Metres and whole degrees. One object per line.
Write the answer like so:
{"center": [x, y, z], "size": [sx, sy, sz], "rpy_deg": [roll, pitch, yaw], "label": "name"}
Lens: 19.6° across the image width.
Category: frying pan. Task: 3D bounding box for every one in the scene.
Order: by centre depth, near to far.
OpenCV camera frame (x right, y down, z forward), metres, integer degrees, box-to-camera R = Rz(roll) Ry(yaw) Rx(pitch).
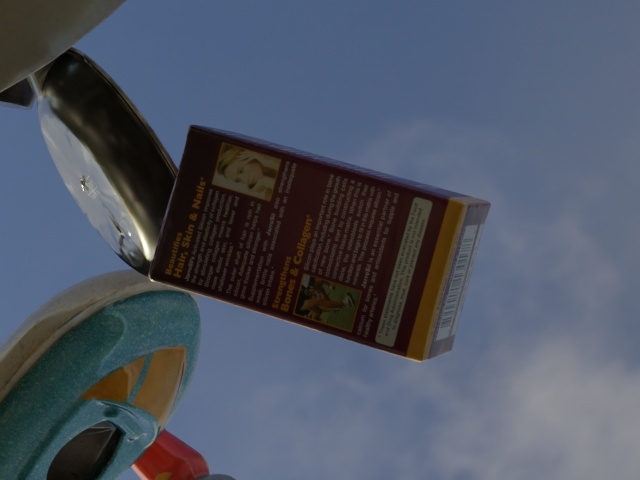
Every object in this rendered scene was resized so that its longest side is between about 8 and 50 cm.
{"center": [-0.169, -0.100, 1.296], "size": [0.197, 0.053, 0.326], "rpy_deg": [24, -36, 59], "label": "frying pan"}

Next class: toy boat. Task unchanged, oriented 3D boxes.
{"center": [-0.165, 0.168, 1.585], "size": [0.148, 0.318, 0.267], "rpy_deg": [38, -96, 34], "label": "toy boat"}

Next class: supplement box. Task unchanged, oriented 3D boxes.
{"center": [0.000, 0.000, 1.174], "size": [0.188, 0.081, 0.104], "rpy_deg": [17, -84, 16], "label": "supplement box"}

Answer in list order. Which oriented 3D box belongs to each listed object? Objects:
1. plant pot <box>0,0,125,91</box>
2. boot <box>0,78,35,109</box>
{"center": [-0.212, -0.221, 0.928], "size": [0.284, 0.191, 0.284], "rpy_deg": [-22, -139, 20], "label": "plant pot"}
{"center": [-0.311, -0.258, 1.378], "size": [0.264, 0.096, 0.280], "rpy_deg": [10, -92, -11], "label": "boot"}
